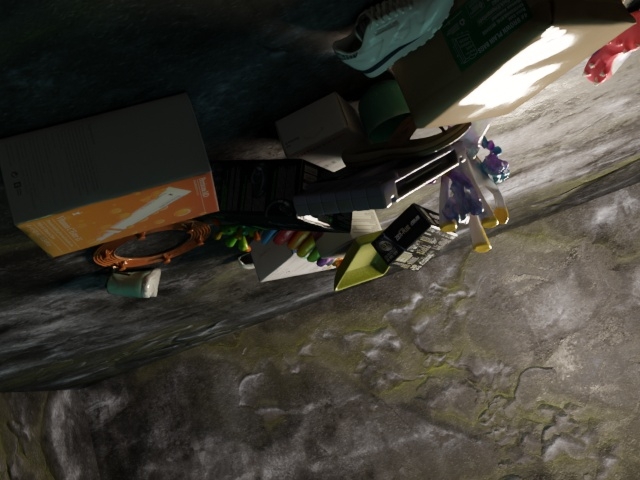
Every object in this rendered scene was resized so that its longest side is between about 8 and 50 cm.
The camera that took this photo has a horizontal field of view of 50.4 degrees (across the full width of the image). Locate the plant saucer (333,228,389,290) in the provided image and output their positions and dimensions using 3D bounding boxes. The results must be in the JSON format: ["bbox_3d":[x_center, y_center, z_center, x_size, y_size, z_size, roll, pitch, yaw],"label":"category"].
[{"bbox_3d":[0.125,0.037,1.760,0.188,0.045,0.188,-15,146,-38],"label":"plant saucer"}]

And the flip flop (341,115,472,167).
[{"bbox_3d":[0.172,-0.215,1.407,0.276,0.080,0.112,-9,-165,21],"label":"flip flop"}]

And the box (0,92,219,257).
[{"bbox_3d":[-0.384,-0.117,1.280,0.345,0.168,0.215,-17,165,-9],"label":"box"}]

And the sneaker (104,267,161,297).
[{"bbox_3d":[-0.584,0.125,2.115,0.151,0.094,0.256,8,178,-4],"label":"sneaker"}]

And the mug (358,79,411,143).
[{"bbox_3d":[0.138,-0.280,1.475,0.129,0.098,0.157,-4,160,-47],"label":"mug"}]

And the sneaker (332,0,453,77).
[{"bbox_3d":[0.125,-0.374,1.163,0.094,0.090,0.235,22,135,-35],"label":"sneaker"}]

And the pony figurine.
[{"bbox_3d":[0.333,-0.188,1.682,0.302,0.364,0.351,-24,150,32],"label":"pony figurine"}]

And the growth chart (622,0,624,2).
[{"bbox_3d":[0.561,-0.484,1.411,0.171,0.021,0.237,-14,165,-19],"label":"growth chart"}]

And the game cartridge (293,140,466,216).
[{"bbox_3d":[0.128,-0.137,1.434,0.230,0.068,0.355,1,-159,38],"label":"game cartridge"}]

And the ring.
[{"bbox_3d":[-0.474,0.019,1.937,0.336,0.032,0.336,-17,165,-5],"label":"ring"}]

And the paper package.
[{"bbox_3d":[0.335,-0.359,1.229,0.309,0.168,0.325,-17,168,-39],"label":"paper package"}]

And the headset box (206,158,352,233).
[{"bbox_3d":[-0.102,-0.100,1.571,0.282,0.131,0.246,3,174,30],"label":"headset box"}]

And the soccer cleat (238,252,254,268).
[{"bbox_3d":[-0.190,0.056,2.358,0.196,0.068,0.076,-16,162,0],"label":"soccer cleat"}]

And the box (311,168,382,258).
[{"bbox_3d":[0.050,-0.080,1.822,0.126,0.233,0.148,-31,160,37],"label":"box"}]

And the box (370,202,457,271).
[{"bbox_3d":[0.234,-0.003,1.684,0.147,0.078,0.180,-45,153,19],"label":"box"}]

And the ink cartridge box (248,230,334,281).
[{"bbox_3d":[0.000,0.000,2.216,0.395,0.151,0.270,-8,162,-32],"label":"ink cartridge box"}]

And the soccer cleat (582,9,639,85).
[{"bbox_3d":[0.706,-0.462,1.595,0.095,0.083,0.248,-45,171,-24],"label":"soccer cleat"}]

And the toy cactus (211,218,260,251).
[{"bbox_3d":[-0.205,-0.053,1.924,0.180,0.112,0.219,-41,159,9],"label":"toy cactus"}]

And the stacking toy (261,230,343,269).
[{"bbox_3d":[0.000,0.014,1.909,0.166,0.302,0.175,-47,-179,34],"label":"stacking toy"}]

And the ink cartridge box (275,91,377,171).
[{"bbox_3d":[0.018,-0.231,1.515,0.154,0.093,0.212,-24,167,19],"label":"ink cartridge box"}]
